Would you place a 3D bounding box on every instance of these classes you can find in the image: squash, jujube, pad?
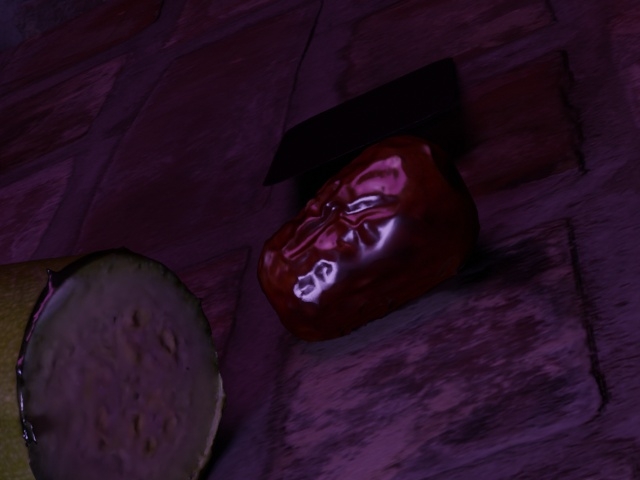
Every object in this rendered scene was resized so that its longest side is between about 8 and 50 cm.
[{"bbox_3d":[-0.309,0.154,1.510,0.384,0.263,0.263,-9,29,38],"label":"squash"},{"bbox_3d":[0.045,0.001,1.579,0.230,0.155,0.155,-34,22,2],"label":"jujube"},{"bbox_3d":[0.094,-0.140,1.982,0.315,0.063,0.375,-24,13,11],"label":"pad"}]
